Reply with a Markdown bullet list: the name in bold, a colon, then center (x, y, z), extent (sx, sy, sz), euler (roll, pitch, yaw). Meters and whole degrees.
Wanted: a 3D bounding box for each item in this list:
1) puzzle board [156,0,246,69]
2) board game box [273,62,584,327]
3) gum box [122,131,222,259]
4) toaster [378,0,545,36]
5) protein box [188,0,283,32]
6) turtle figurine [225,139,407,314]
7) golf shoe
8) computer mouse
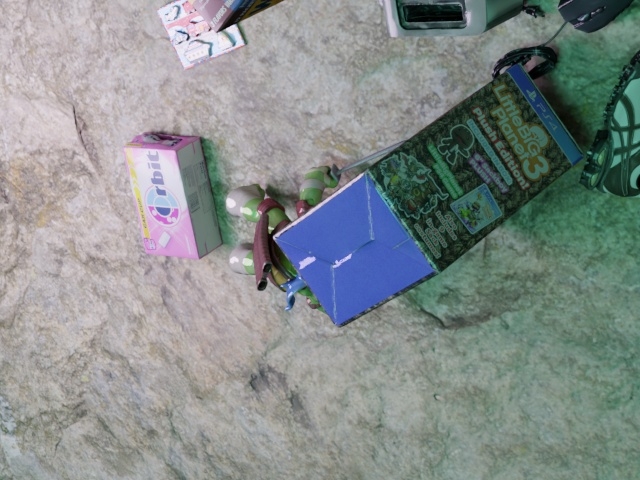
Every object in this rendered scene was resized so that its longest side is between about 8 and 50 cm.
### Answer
- **puzzle board**: center (-0.171, -0.302, 2.003), extent (0.128, 0.011, 0.096), euler (-15, 104, 41)
- **board game box**: center (0.129, -0.053, 1.700), extent (0.141, 0.291, 0.232), euler (55, 145, -1)
- **gum box**: center (-0.224, -0.071, 2.131), extent (0.107, 0.062, 0.188), euler (6, 117, 34)
- **toaster**: center (0.154, -0.332, 1.681), extent (0.185, 0.110, 0.168), euler (5, 117, 34)
- **protein box**: center (-0.103, -0.401, 1.770), extent (0.200, 0.201, 0.136), euler (49, 132, 4)
- **turtle figurine**: center (0.000, 0.000, 1.980), extent (0.266, 0.275, 0.198), euler (19, 149, 51)
- **golf shoe**: center (0.375, -0.135, 1.657), extent (0.094, 0.077, 0.198), euler (22, 133, 12)
- **computer mouse**: center (0.286, -0.247, 1.658), extent (0.071, 0.041, 0.242), euler (26, 136, -19)
